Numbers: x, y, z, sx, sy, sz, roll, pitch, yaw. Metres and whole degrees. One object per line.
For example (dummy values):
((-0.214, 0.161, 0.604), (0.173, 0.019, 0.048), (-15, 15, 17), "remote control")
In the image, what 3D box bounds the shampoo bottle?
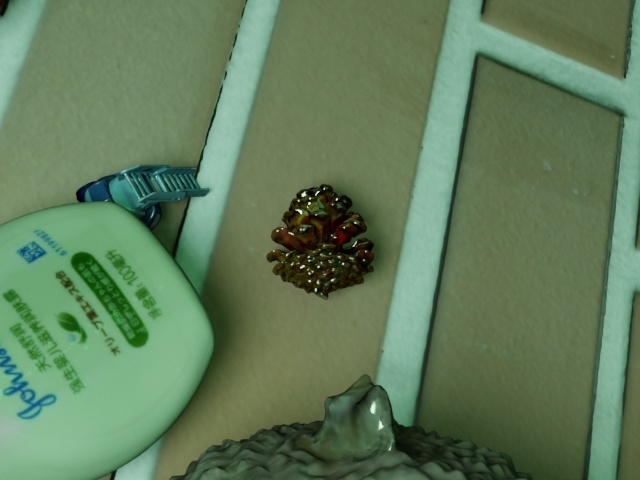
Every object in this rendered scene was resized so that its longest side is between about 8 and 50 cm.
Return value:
((-0.264, 0.119, 1.123), (0.349, 0.151, 0.222), (-33, 85, -31), "shampoo bottle")

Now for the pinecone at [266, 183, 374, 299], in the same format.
((-0.002, 0.003, 1.333), (0.102, 0.102, 0.109), (10, 36, -20), "pinecone")

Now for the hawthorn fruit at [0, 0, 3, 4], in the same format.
((-0.361, -0.288, 1.216), (0.258, 0.258, 0.262), (2, 39, -23), "hawthorn fruit")

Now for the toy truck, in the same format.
((-0.160, -0.037, 1.298), (0.063, 0.074, 0.136), (59, 18, 7), "toy truck")

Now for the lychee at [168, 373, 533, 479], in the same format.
((0.029, 0.313, 1.031), (0.380, 0.380, 0.432), (0, 94, -24), "lychee")
